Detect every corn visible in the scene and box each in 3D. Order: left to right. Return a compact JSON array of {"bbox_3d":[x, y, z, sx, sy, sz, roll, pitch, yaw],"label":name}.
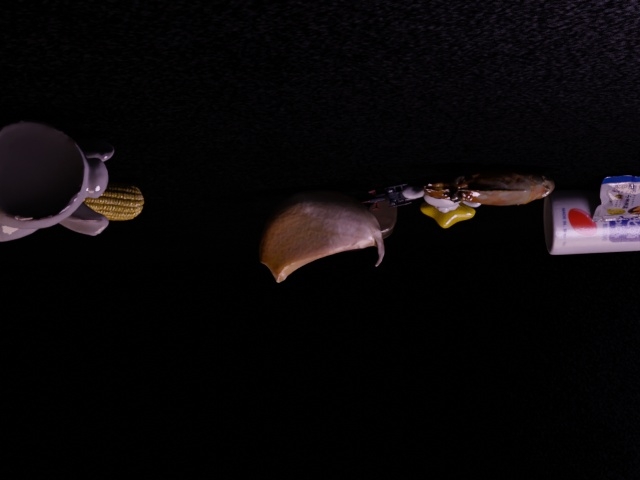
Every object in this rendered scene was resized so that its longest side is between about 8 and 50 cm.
[{"bbox_3d":[-0.362,-0.062,1.935,0.165,0.063,0.085,0,-162,-35],"label":"corn"}]

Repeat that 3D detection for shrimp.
[{"bbox_3d":[0.265,-0.090,2.050,0.294,0.062,0.154,0,-177,-44],"label":"shrimp"}]

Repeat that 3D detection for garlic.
[{"bbox_3d":[0.005,-0.014,2.215,0.245,0.164,0.145,-12,155,32],"label":"garlic"}]

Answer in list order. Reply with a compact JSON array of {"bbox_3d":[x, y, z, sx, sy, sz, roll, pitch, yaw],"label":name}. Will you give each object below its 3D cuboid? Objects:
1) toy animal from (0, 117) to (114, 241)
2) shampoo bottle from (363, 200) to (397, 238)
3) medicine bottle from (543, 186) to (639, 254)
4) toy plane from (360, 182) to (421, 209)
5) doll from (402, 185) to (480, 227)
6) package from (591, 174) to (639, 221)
[{"bbox_3d":[-0.325,-0.069,1.433,0.179,0.127,0.193,-4,174,-10],"label":"toy animal"},{"bbox_3d":[0.092,-0.032,2.565,0.126,0.084,0.350,-5,176,-7],"label":"shampoo bottle"},{"bbox_3d":[0.617,-0.044,2.443,0.341,0.130,0.130,-2,176,1],"label":"medicine bottle"},{"bbox_3d":[0.133,-0.080,2.247,0.145,0.037,0.060,-10,-177,32],"label":"toy plane"},{"bbox_3d":[0.207,-0.069,2.166,0.135,0.071,0.113,16,162,-3],"label":"doll"},{"bbox_3d":[0.596,-0.080,2.300,0.171,0.027,0.173,-2,154,4],"label":"package"}]
